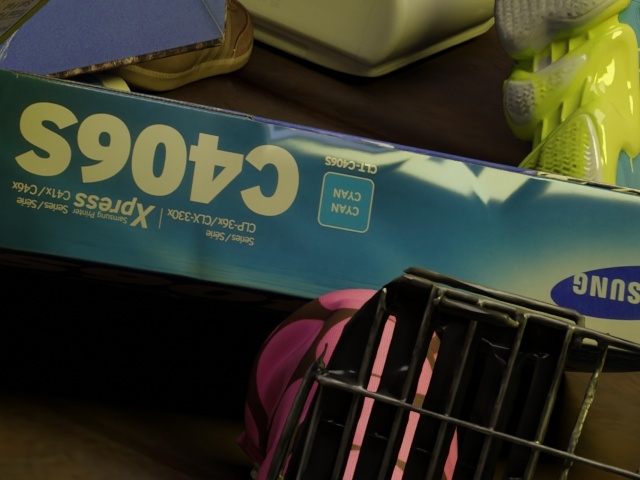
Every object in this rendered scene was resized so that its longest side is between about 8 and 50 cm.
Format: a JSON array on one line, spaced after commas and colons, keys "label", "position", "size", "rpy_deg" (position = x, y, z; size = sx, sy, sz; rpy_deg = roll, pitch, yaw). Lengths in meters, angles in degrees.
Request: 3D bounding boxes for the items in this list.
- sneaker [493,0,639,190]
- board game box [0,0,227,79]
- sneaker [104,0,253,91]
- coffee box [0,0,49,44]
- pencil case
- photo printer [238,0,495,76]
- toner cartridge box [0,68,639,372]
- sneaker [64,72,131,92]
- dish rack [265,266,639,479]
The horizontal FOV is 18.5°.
[{"label": "sneaker", "position": [0.173, -0.098, 1.217], "size": [0.091, 0.240, 0.126], "rpy_deg": [-6, -18, 42]}, {"label": "board game box", "position": [-0.228, -0.183, 1.075], "size": [0.291, 0.141, 0.232], "rpy_deg": [12, 17, 27]}, {"label": "sneaker", "position": [-0.081, -0.149, 1.292], "size": [0.066, 0.071, 0.188], "rpy_deg": [21, 22, 9]}, {"label": "coffee box", "position": [-0.305, -0.186, 0.690], "size": [0.337, 0.334, 0.338], "rpy_deg": [59, 32, 7]}, {"label": "pencil case", "position": [0.004, 0.101, 0.724], "size": [0.095, 0.098, 0.209], "rpy_deg": [60, 14, -16]}, {"label": "photo printer", "position": [0.008, -0.228, 1.508], "size": [0.256, 0.107, 0.307], "rpy_deg": [25, 22, 18]}, {"label": "toner cartridge box", "position": [0.000, 0.000, 0.892], "size": [0.348, 0.075, 0.165], "rpy_deg": [10, -6, -19]}, {"label": "sneaker", "position": [-0.123, -0.047, 1.029], "size": [0.085, 0.058, 0.152], "rpy_deg": [1, 30, -32]}, {"label": "dish rack", "position": [0.111, 0.125, 0.584], "size": [0.272, 0.208, 0.074], "rpy_deg": [17, 9, 9]}]
